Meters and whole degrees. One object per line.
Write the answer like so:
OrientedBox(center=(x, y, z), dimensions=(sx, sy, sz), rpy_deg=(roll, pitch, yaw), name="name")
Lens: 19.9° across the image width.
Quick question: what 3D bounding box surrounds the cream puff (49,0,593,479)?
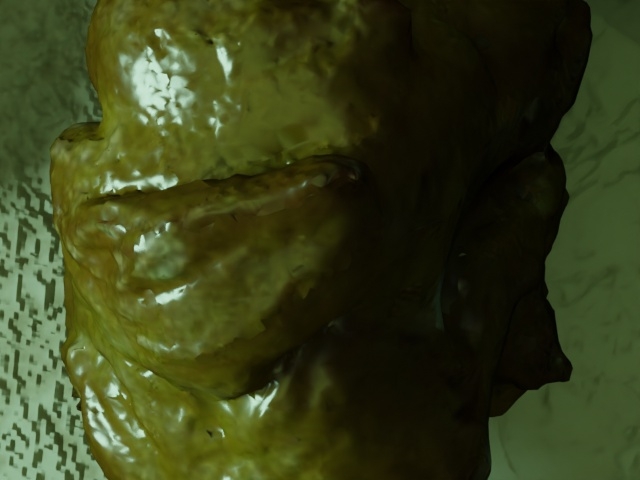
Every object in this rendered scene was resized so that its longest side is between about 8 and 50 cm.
OrientedBox(center=(0.000, 0.000, 0.637), dimensions=(0.155, 0.241, 0.269), rpy_deg=(7, 110, 31), name="cream puff")
